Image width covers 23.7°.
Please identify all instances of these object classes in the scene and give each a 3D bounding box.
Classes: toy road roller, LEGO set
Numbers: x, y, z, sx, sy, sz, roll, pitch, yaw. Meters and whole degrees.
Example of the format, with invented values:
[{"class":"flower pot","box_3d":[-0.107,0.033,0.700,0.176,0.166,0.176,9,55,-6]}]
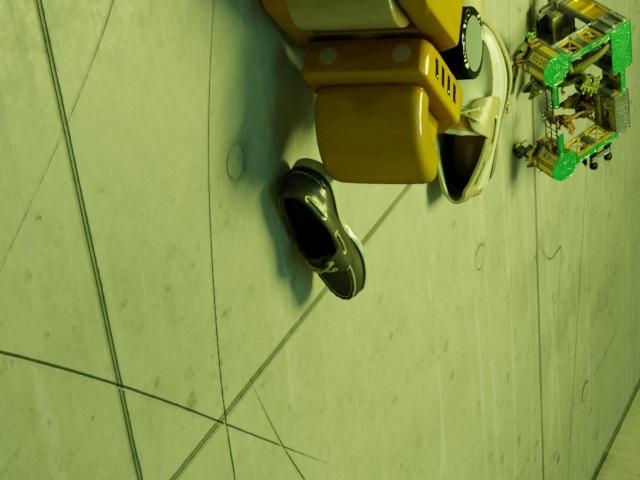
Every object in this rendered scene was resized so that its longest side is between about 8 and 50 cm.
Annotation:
[{"class":"toy road roller","box_3d":[0.067,-0.209,1.849,0.329,0.202,0.241,42,52,-61]},{"class":"LEGO set","box_3d":[0.417,-0.289,2.714,0.255,0.192,0.331,-38,137,-14]}]

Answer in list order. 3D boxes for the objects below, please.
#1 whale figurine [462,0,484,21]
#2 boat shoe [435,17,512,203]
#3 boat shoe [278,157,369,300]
[{"class":"whale figurine","box_3d":[0.153,-0.393,2.132,0.272,0.141,0.216,-88,172,-54]},{"class":"boat shoe","box_3d":[0.229,-0.195,2.350,0.103,0.113,0.302,-57,148,-51]},{"class":"boat shoe","box_3d":[0.000,0.000,1.975,0.069,0.081,0.228,-58,140,-37]}]
